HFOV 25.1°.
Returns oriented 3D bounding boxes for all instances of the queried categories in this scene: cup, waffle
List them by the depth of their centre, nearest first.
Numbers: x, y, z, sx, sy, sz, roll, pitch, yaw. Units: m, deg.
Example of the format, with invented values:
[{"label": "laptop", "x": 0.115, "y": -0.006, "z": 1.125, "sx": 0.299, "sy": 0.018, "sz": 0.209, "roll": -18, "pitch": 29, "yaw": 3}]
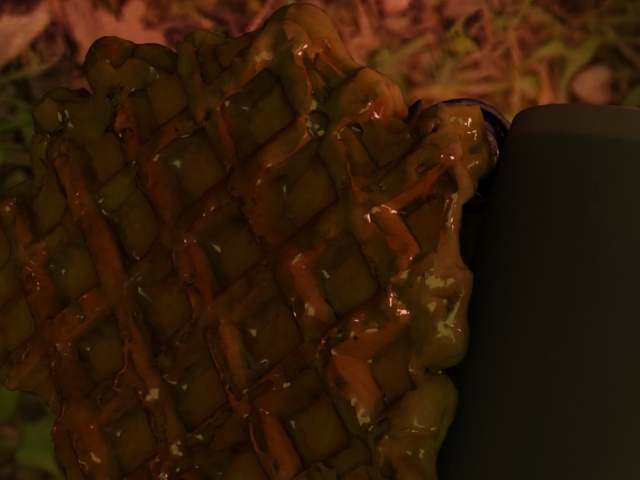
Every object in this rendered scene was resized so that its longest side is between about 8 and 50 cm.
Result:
[{"label": "cup", "x": 0.169, "y": 0.116, "z": 0.511, "sx": 0.259, "sy": 0.357, "sz": 0.274, "roll": 16, "pitch": 89, "yaw": -6}, {"label": "waffle", "x": -0.053, "y": 0.037, "z": 0.590, "sx": 0.291, "sy": 0.051, "sz": 0.291, "roll": -7, "pitch": 78, "yaw": 36}]

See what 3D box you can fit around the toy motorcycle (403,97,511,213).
[{"label": "toy motorcycle", "x": 0.000, "y": 0.000, "z": 0.649, "sx": 0.124, "sy": 0.061, "sz": 0.193, "roll": 34, "pitch": 83, "yaw": -5}]
